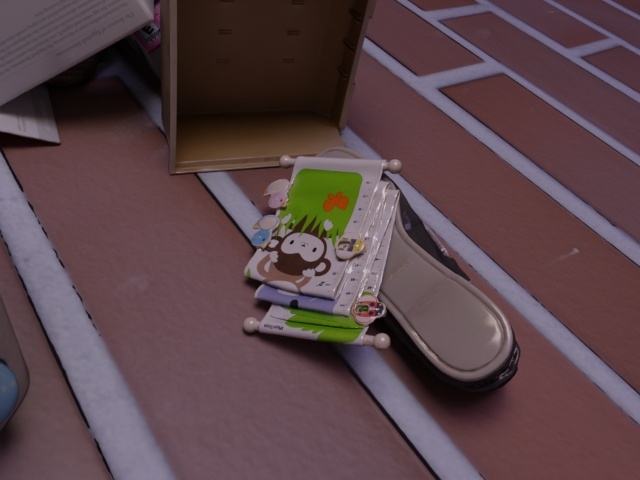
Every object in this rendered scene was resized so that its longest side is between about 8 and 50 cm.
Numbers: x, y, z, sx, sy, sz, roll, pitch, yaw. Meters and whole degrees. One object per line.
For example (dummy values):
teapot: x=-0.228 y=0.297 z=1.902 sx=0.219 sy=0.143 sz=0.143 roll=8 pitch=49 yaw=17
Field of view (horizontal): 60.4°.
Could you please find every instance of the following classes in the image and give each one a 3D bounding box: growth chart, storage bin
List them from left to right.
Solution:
storage bin: x=-0.062 y=-0.229 z=0.674 sx=0.261 sy=0.262 sz=0.123 roll=-7 pitch=47 yaw=-21
growth chart: x=0.000 y=0.000 z=0.572 sx=0.172 sy=0.021 sz=0.237 roll=-1 pitch=57 yaw=20

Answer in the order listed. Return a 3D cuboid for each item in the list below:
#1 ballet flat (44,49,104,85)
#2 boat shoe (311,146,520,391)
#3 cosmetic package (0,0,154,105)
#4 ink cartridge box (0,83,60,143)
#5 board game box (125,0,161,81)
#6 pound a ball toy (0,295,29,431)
ballet flat: x=-0.341 y=-0.304 z=0.811 sx=0.084 sy=0.058 sz=0.249 roll=24 pitch=44 yaw=-3
boat shoe: x=0.082 y=0.027 z=0.598 sx=0.112 sy=0.095 sz=0.335 roll=-37 pitch=54 yaw=1
cosmetic package: x=-0.342 y=-0.310 z=0.605 sx=0.224 sy=0.224 sz=0.138 roll=-25 pitch=42 yaw=6
ink cartridge box: x=-0.477 y=-0.207 z=0.685 sx=0.239 sy=0.060 sz=0.275 roll=10 pitch=38 yaw=-42
board game box: x=-0.237 y=-0.417 z=0.784 sx=0.224 sy=0.097 sz=0.303 roll=-39 pitch=82 yaw=-7
pound a ball toy: x=-0.256 y=0.004 z=0.350 sx=0.136 sy=0.319 sz=0.208 roll=17 pitch=44 yaw=1
